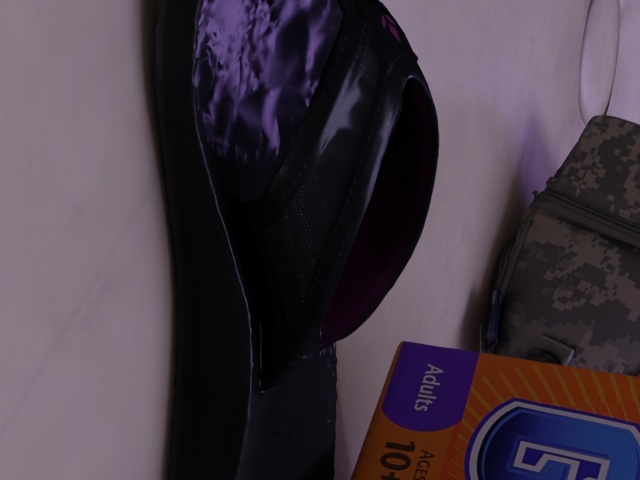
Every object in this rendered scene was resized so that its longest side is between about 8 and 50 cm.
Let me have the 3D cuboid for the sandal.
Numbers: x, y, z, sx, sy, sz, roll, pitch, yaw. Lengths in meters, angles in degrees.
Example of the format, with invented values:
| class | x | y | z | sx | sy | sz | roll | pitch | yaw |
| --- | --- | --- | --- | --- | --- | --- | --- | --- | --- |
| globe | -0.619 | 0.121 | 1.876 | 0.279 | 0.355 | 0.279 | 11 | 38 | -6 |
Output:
| class | x | y | z | sx | sy | sz | roll | pitch | yaw |
| --- | --- | --- | --- | --- | --- | --- | --- | --- | --- |
| sandal | 0.001 | 0.001 | 0.740 | 0.167 | 0.107 | 0.445 | -31 | 126 | -60 |

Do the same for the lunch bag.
| class | x | y | z | sx | sy | sz | roll | pitch | yaw |
| --- | --- | --- | --- | --- | --- | --- | --- | --- | --- |
| lunch bag | 0.270 | 0.078 | 1.241 | 0.256 | 0.213 | 0.305 | -57 | 147 | -11 |

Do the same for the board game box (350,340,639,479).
| class | x | y | z | sx | sy | sz | roll | pitch | yaw |
| --- | --- | --- | --- | --- | --- | --- | --- | --- | --- |
| board game box | 0.174 | 0.325 | 0.821 | 0.356 | 0.357 | 0.356 | -66 | 160 | -52 |
